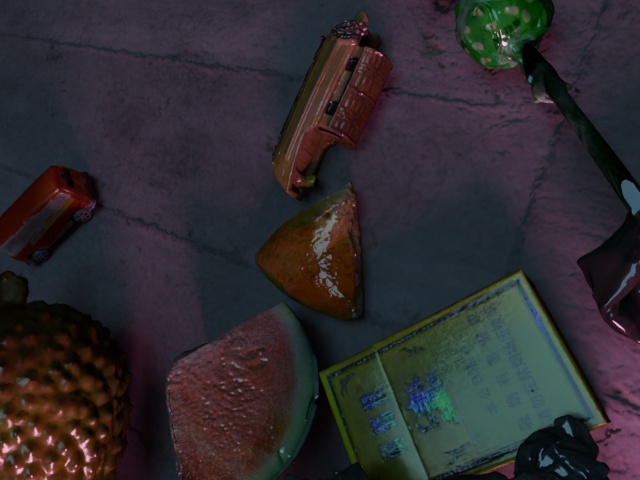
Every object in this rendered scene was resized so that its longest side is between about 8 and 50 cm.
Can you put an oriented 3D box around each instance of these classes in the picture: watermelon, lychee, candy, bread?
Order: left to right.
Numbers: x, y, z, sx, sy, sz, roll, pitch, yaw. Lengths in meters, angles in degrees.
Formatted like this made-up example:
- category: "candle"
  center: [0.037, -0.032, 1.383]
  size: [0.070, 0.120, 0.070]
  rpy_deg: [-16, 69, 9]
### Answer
- category: "lychee"
  center: [-0.363, 0.192, 0.690]
  size: [0.320, 0.270, 0.270]
  rpy_deg: [34, 94, 45]
- category: "watermelon"
  center: [-0.060, 0.167, 0.604]
  size: [0.146, 0.128, 0.231]
  rpy_deg: [-27, 51, 4]
- category: "bread"
  center: [-0.019, 0.015, 0.664]
  size: [0.135, 0.054, 0.154]
  rpy_deg: [-9, 68, 31]
- category: "candy"
  center: [0.209, -0.135, 0.533]
  size: [0.097, 0.097, 0.324]
  rpy_deg: [-31, 53, 19]

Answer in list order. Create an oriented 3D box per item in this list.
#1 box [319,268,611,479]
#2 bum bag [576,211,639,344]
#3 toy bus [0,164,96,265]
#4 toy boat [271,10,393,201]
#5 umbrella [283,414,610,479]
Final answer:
- category: "box"
  center: [0.120, 0.141, 0.533]
  size: [0.220, 0.064, 0.141]
  rpy_deg: [-31, 64, 17]
- category: "bum bag"
  center: [0.360, 0.031, 0.421]
  size: [0.326, 0.079, 0.142]
  rpy_deg: [8, 87, 29]
- category: "toy bus"
  center: [-0.428, -0.038, 0.906]
  size: [0.174, 0.077, 0.079]
  rpy_deg: [-39, 59, 15]
- category: "toy boat"
  center: [0.016, -0.152, 0.685]
  size: [0.088, 0.068, 0.226]
  rpy_deg: [23, 87, 28]
- category: "umbrella"
  center: [0.064, 0.242, 0.456]
  size: [0.348, 0.094, 0.143]
  rpy_deg: [-21, 50, 19]
